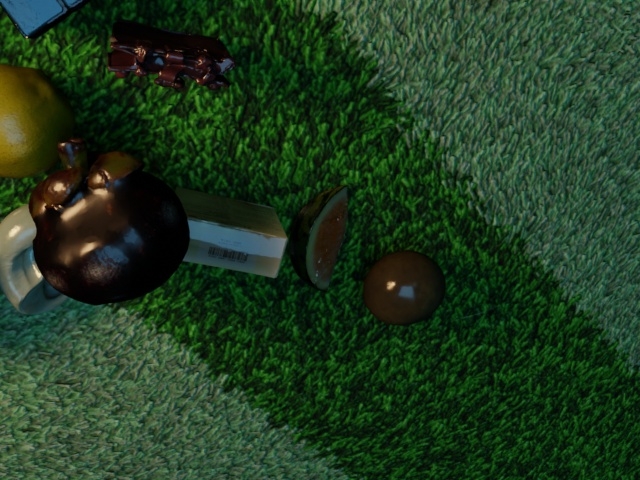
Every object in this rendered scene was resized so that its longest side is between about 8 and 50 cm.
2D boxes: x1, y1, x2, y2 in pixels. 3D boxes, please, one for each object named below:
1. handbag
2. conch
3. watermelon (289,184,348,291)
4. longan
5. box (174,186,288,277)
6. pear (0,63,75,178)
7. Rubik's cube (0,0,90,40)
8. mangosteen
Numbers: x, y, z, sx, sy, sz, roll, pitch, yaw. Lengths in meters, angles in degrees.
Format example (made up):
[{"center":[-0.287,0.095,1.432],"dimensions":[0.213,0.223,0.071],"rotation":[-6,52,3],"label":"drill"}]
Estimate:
[{"center":[-0.259,-0.313,1.255],"dimensions":[0.203,0.216,0.074],"rotation":[4,114,-18],"label":"handbag"},{"center":[-0.529,0.029,1.390],"dimensions":[0.185,0.121,0.221],"rotation":[11,107,-28],"label":"conch"},{"center":[-0.002,-0.002,1.548],"dimensions":[0.119,0.063,0.245],"rotation":[-2,110,-33],"label":"watermelon"},{"center":[0.178,0.108,1.588],"dimensions":[0.185,0.159,0.204],"rotation":[-4,153,-30],"label":"longan"},{"center":[-0.186,-0.016,1.429],"dimensions":[0.212,0.168,0.095],"rotation":[12,109,-18],"label":"box"},{"center":[-0.523,-0.203,1.249],"dimensions":[0.198,0.198,0.198],"rotation":[-5,114,-12],"label":"pear"},{"center":[-0.447,-0.448,1.168],"dimensions":[0.167,0.180,0.183],"rotation":[-33,115,3],"label":"Rubik's cube"},{"center":[-0.364,-0.035,1.259],"dimensions":[0.233,0.287,0.287],"rotation":[-6,119,-47],"label":"mangosteen"}]
